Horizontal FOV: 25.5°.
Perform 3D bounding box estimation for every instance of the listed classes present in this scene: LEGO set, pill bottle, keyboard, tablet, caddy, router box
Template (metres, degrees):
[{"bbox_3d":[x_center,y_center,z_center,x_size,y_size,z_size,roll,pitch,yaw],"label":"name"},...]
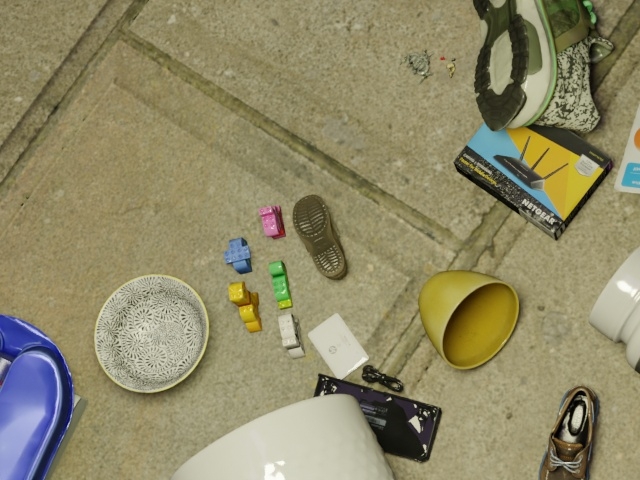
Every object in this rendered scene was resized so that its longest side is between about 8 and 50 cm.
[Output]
[{"bbox_3d":[-0.090,0.055,1.995,0.087,0.093,0.227,-14,72,10],"label":"LEGO set"},{"bbox_3d":[0.492,0.136,1.795,0.283,0.161,0.161,38,86,20],"label":"pill bottle"},{"bbox_3d":[0.076,0.230,1.945,0.180,0.023,0.108,14,86,16],"label":"keyboard"},{"bbox_3d":[0.025,0.149,1.988,0.054,0.006,0.083,-36,69,2],"label":"tablet"},{"bbox_3d":[0.155,-0.258,2.059,0.083,0.023,0.054,-11,72,11],"label":"LEGO set"},{"bbox_3d":[-0.484,0.263,1.950,0.241,0.179,0.341,24,79,-3],"label":"caddy"},{"bbox_3d":[0.296,-0.105,1.971,0.179,0.046,0.133,37,85,20],"label":"router box"}]

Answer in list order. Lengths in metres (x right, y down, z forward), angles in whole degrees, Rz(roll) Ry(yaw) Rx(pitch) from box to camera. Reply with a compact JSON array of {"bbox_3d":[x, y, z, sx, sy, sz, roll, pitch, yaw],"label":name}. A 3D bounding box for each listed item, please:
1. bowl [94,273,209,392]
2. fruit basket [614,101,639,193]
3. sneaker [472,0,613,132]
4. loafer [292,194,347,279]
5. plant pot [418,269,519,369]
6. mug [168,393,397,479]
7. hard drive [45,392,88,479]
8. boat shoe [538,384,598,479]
[{"bbox_3d":[-0.229,0.139,2.013,0.170,0.080,0.170,-4,73,12],"label":"bowl"},{"bbox_3d":[0.578,-0.192,1.827,0.327,0.165,0.353,11,57,24],"label":"fruit basket"},{"bbox_3d":[0.324,-0.312,1.996,0.182,0.158,0.411,19,62,-23],"label":"sneaker"},{"bbox_3d":[0.000,0.000,2.015,0.056,0.050,0.148,-20,55,4],"label":"loafer"},{"bbox_3d":[0.186,0.093,1.910,0.134,0.134,0.095,-50,46,-3],"label":"plant pot"},{"bbox_3d":[-0.036,0.429,1.807,0.374,0.276,0.328,-41,66,34],"label":"mug"},{"bbox_3d":[-0.517,0.261,2.072,0.307,0.040,0.203,23,81,19],"label":"hard drive"},{"bbox_3d":[0.320,0.277,1.847,0.066,0.066,0.183,7,77,16],"label":"boat shoe"}]
